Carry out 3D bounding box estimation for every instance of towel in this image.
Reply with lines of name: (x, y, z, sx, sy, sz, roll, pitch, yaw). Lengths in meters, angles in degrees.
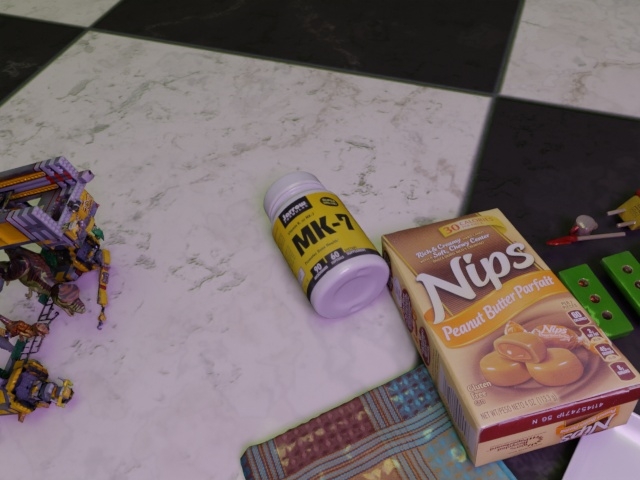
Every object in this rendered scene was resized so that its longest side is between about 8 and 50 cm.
towel: (0.095, 0.311, 0.518, 0.271, 0.040, 0.370, -22, 42, -14)

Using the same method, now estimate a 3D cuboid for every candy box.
candy box: (0.211, 0.097, 0.656, 0.183, 0.087, 0.316, -13, 41, -6)

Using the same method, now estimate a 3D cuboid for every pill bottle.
pill bottle: (0.000, 0.000, 0.766, 0.119, 0.119, 0.208, -23, 53, -14)

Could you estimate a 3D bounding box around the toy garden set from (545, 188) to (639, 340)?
toy garden set: (0.450, 0.029, 0.755, 0.244, 0.049, 0.204, -16, 54, -7)

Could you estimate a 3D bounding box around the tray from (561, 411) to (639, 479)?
tray: (0.316, 0.312, 0.549, 0.145, 0.030, 0.270, 30, 59, 24)

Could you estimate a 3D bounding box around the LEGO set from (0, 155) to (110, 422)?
LEGO set: (-0.354, 0.055, 0.665, 0.192, 0.255, 0.331, -10, 42, 18)
